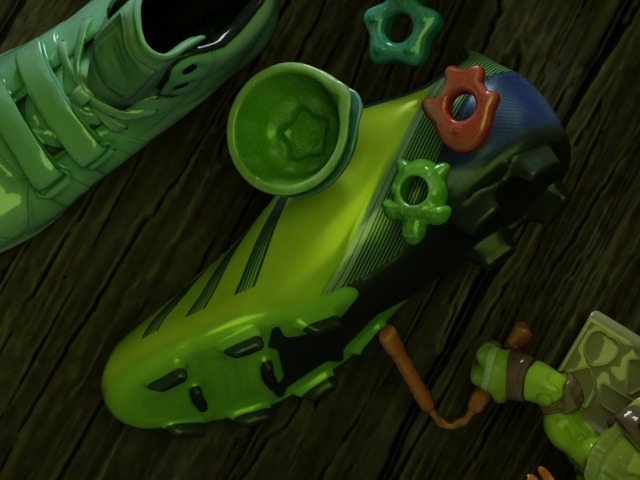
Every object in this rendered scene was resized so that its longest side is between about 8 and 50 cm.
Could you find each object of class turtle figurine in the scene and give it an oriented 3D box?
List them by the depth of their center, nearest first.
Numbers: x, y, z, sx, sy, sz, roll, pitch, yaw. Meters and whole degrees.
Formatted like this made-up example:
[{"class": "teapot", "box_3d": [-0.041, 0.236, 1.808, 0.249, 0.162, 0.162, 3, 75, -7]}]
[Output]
[{"class": "turtle figurine", "box_3d": [0.176, 0.100, 0.842, 0.217, 0.087, 0.269, -41, 96, -6]}]

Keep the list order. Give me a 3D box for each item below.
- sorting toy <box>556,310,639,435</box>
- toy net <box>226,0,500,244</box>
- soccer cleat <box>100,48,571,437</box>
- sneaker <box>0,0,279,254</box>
[{"class": "sorting toy", "box_3d": [0.174, 0.086, 0.896, 0.083, 0.012, 0.062, 31, 83, -2]}, {"class": "toy net", "box_3d": [0.042, -0.122, 0.792, 0.122, 0.045, 0.232, 21, 94, 26]}, {"class": "soccer cleat", "box_3d": [0.001, 0.000, 0.862, 0.289, 0.093, 0.121, -33, 58, -5]}, {"class": "sneaker", "box_3d": [-0.130, -0.080, 0.810, 0.256, 0.151, 0.094, -37, 90, -8]}]
